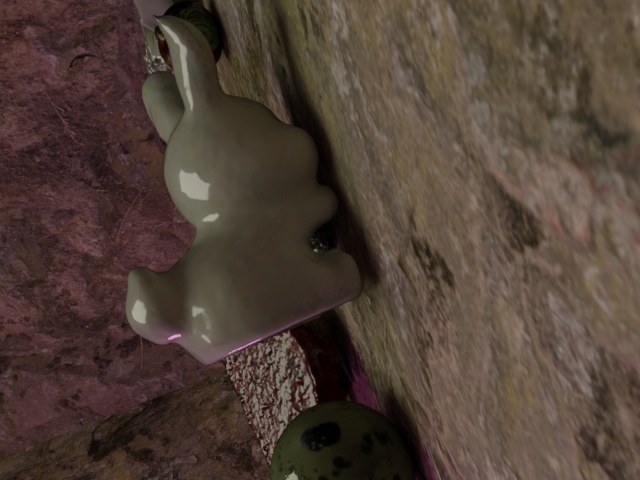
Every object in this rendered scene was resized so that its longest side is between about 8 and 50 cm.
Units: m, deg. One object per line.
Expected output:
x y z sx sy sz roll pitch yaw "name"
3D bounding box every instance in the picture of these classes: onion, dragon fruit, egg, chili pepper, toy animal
-0.218 -0.326 1.109 0.119 0.118 0.117 101 170 -67 "onion"
-0.015 0.216 1.044 0.205 0.151 0.317 -52 57 41 "dragon fruit"
0.034 0.303 0.848 0.228 0.177 0.177 63 174 -37 "egg"
0.000 0.001 0.863 0.091 0.030 0.034 114 161 -70 "chili pepper"
-0.115 -0.052 0.765 0.196 0.241 0.368 -31 70 60 "toy animal"

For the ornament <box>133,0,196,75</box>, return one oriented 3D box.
-0.279 -0.391 1.261 0.285 0.120 0.130 117 153 -75 "ornament"
